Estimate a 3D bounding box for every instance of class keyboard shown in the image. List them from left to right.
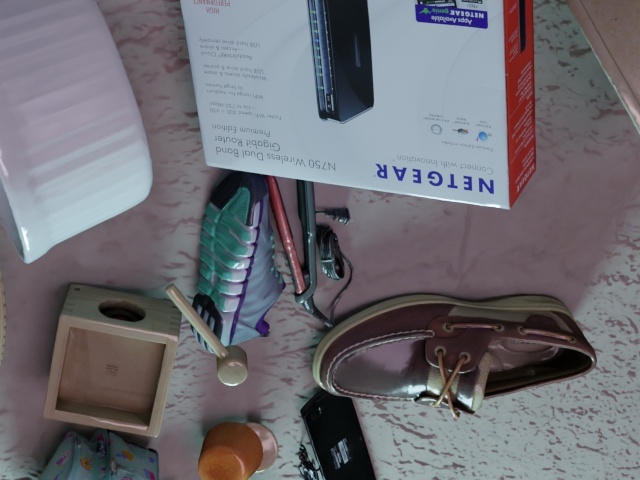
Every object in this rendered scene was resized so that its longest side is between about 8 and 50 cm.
[{"bbox_3d":[0.008,0.263,1.709,0.100,0.038,0.192,-34,125,-27],"label":"keyboard"}]

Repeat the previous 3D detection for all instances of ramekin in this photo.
[{"bbox_3d":[-0.258,-0.131,1.255,0.135,0.277,0.277,-23,123,-14],"label":"ramekin"}]

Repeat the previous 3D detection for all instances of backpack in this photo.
[{"bbox_3d":[-0.255,0.317,1.546,0.144,0.188,0.166,27,107,-29],"label":"backpack"}]

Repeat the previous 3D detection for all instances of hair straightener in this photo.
[{"bbox_3d":[0.000,0.000,1.543,0.089,0.047,0.230,-19,122,-8],"label":"hair straightener"}]

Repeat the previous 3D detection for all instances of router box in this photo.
[{"bbox_3d":[0.033,-0.199,1.305,0.335,0.082,0.301,9,124,25],"label":"router box"}]

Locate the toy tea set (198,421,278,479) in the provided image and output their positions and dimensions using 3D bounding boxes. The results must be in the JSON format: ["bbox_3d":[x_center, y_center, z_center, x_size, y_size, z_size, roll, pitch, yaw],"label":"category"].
[{"bbox_3d":[-0.130,0.369,1.687,0.200,0.124,0.336,34,108,-1],"label":"toy tea set"}]

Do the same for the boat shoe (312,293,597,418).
[{"bbox_3d":[0.164,0.143,1.633,0.342,0.123,0.123,-3,118,-18],"label":"boat shoe"}]

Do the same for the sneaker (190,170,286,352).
[{"bbox_3d":[-0.078,0.017,1.523,0.098,0.083,0.224,-9,128,-37],"label":"sneaker"}]

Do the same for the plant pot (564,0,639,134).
[{"bbox_3d":[0.422,-0.231,1.355,0.305,0.334,0.334,-29,124,14],"label":"plant pot"}]

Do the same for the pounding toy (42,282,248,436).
[{"bbox_3d":[-0.180,0.110,1.496,0.206,0.094,0.181,11,112,-7],"label":"pounding toy"}]

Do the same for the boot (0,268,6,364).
[{"bbox_3d":[-0.441,0.115,1.428,0.206,0.090,0.248,5,119,-24],"label":"boot"}]
